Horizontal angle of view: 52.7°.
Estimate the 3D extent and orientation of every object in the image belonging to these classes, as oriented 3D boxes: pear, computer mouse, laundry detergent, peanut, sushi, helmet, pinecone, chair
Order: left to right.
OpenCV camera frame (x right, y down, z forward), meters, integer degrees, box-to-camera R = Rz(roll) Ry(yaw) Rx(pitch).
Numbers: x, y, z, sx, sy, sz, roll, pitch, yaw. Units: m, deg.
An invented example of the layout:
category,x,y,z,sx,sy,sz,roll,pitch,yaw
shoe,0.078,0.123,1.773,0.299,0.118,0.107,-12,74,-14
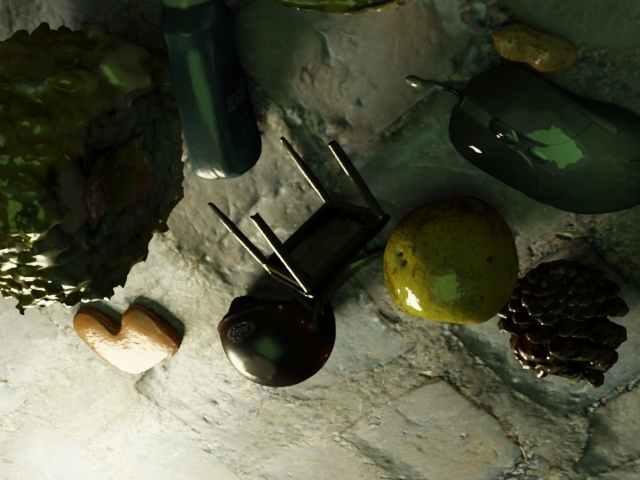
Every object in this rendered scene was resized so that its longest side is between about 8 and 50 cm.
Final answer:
category,x,y,z,sx,sy,sz,roll,pitch,yaw
sushi,-0.350,-0.114,0.869,0.240,0.396,0.351,16,123,7
laundry detergent,-0.149,-0.234,0.883,0.094,0.143,0.290,5,125,17
helmet,-0.072,0.157,1.124,0.189,0.193,0.216,-24,158,28
chair,0.000,0.000,0.971,0.272,0.188,0.166,53,162,-29
pear,0.193,0.025,0.956,0.197,0.197,0.197,7,126,10
computer mouse,0.286,-0.136,0.880,0.379,0.090,0.167,23,126,-1
peanut,0.273,-0.245,0.826,0.113,0.054,0.054,17,127,-3
pinecone,0.369,0.131,0.995,0.184,0.179,0.205,14,139,23

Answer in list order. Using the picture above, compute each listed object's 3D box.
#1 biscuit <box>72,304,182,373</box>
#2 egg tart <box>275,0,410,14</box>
category,x,y,z,sx,sy,sz,roll,pitch,yaw
biscuit,-0.397,0.191,1.312,0.192,0.036,0.186,-30,111,29
egg tart,-0.001,-0.444,0.676,0.443,0.178,0.443,7,125,11
